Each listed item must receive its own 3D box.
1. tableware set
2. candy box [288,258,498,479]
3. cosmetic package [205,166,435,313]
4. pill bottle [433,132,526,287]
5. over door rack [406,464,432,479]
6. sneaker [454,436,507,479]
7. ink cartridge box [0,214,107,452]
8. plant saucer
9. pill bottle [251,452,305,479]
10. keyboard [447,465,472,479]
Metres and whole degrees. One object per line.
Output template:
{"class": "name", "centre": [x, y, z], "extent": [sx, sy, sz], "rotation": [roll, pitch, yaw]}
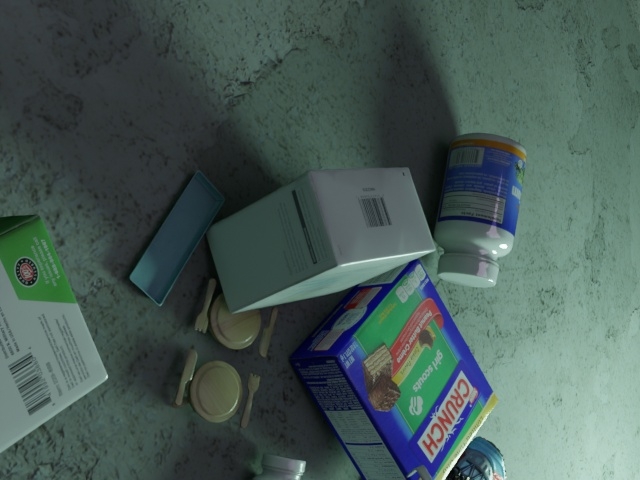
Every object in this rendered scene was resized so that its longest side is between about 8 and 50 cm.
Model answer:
{"class": "tableware set", "centre": [-0.143, 0.164, 1.264], "extent": [0.128, 0.039, 0.194], "rotation": [28, 65, -32]}
{"class": "candy box", "centre": [0.133, 0.238, 1.484], "extent": [0.268, 0.122, 0.317], "rotation": [-45, 114, -38]}
{"class": "cosmetic package", "centre": [0.000, 0.000, 1.266], "extent": [0.224, 0.225, 0.138], "rotation": [-7, 77, -48]}
{"class": "pill bottle", "centre": [0.300, -0.054, 1.677], "extent": [0.152, 0.152, 0.271], "rotation": [24, 72, -46]}
{"class": "over door rack", "centre": [0.042, 0.510, 1.317], "extent": [0.240, 0.108, 0.324], "rotation": [-8, 132, -49]}
{"class": "sneaker", "centre": [0.309, 0.526, 1.753], "extent": [0.125, 0.104, 0.261], "rotation": [-24, 104, -28]}
{"class": "ink cartridge box", "centre": [-0.398, 0.125, 0.913], "extent": [0.289, 0.122, 0.211], "rotation": [-34, 115, -43]}
{"class": "plant saucer", "centre": [-0.199, -0.005, 1.217], "extent": [0.067, 0.018, 0.192], "rotation": [50, 54, -36]}
{"class": "pill bottle", "centre": [-0.069, 0.403, 1.311], "extent": [0.087, 0.087, 0.160], "rotation": [25, 71, -46]}
{"class": "keyboard", "centre": [0.160, 0.470, 1.568], "extent": [0.202, 0.033, 0.317], "rotation": [29, 66, -13]}
